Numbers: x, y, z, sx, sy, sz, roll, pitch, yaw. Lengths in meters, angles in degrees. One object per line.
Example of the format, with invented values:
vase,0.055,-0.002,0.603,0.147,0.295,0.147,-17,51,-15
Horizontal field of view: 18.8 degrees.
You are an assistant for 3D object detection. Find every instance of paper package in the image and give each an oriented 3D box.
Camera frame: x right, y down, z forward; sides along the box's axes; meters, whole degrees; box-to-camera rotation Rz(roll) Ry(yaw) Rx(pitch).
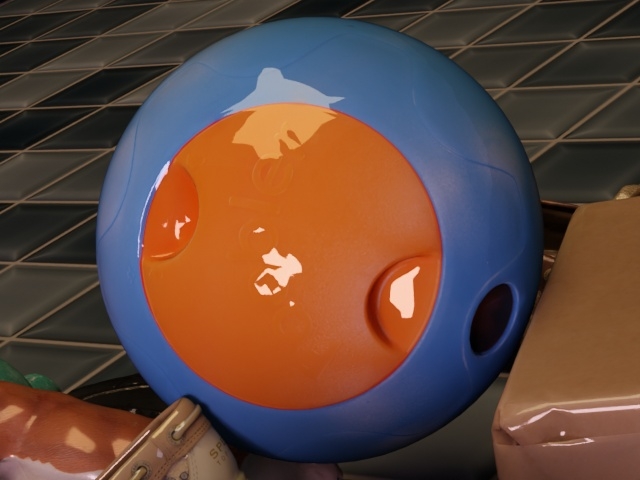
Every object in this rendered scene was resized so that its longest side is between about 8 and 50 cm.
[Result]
paper package,0.290,0.090,1.193,0.309,0.168,0.325,-8,20,19

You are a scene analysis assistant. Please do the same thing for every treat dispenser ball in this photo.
treat dispenser ball,0.000,0.000,1.251,0.288,0.288,0.288,-14,19,5

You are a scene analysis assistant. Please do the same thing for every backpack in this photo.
backpack,-0.152,0.156,1.474,0.114,0.084,0.105,-9,22,7

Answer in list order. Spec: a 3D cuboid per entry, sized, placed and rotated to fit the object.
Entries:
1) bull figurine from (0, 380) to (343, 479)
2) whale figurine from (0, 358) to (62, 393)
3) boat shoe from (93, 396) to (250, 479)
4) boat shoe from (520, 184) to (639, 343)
bull figurine,-0.142,0.175,1.338,0.310,0.101,0.188,8,31,21
whale figurine,-0.319,0.139,1.566,0.216,0.141,0.272,-20,19,-11
boat shoe,-0.173,0.203,1.166,0.285,0.089,0.104,-33,9,-10
boat shoe,0.233,0.019,1.459,0.342,0.123,0.123,12,33,34
